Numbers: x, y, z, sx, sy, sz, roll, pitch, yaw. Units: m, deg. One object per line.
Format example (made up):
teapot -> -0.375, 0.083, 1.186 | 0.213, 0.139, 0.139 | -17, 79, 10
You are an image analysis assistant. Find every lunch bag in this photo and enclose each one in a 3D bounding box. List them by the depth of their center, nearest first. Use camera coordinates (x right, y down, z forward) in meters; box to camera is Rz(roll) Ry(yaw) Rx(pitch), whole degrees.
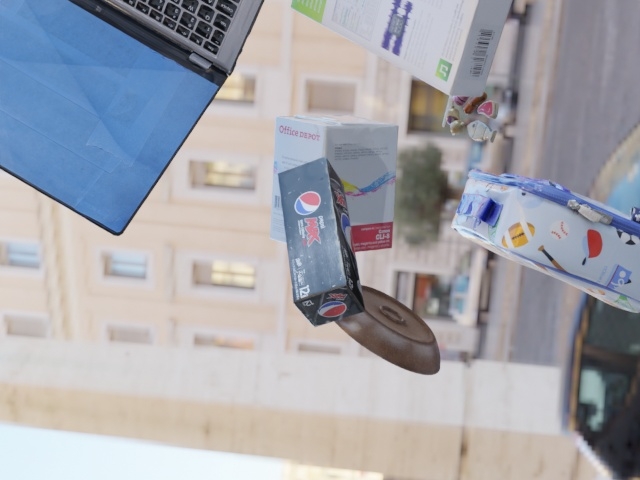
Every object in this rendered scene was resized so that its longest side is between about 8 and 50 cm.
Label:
lunch bag -> 0.290, -0.010, 1.727 | 0.303, 0.243, 0.114 | -154, 86, -79

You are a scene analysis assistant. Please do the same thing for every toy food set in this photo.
toy food set -> 0.209, -0.183, 1.991 | 0.122, 0.019, 0.077 | 18, 95, 56

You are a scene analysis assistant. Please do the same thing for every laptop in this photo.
laptop -> -0.293, -0.298, 1.720 | 0.408, 0.382, 0.236 | -61, -3, 36

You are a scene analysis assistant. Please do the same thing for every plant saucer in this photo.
plant saucer -> 0.094, 0.117, 2.003 | 0.036, 0.199, 0.198 | -58, 4, 17

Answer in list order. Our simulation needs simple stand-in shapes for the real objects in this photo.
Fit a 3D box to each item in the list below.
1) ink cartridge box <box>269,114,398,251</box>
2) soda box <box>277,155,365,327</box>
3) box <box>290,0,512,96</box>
ink cartridge box -> 0.018, -0.081, 1.934 | 0.128, 0.127, 0.176 | 18, 109, 53
soda box -> 0.000, 0.000, 1.422 | 0.053, 0.060, 0.168 | 55, -159, -50
box -> 0.100, -0.328, 1.632 | 0.322, 0.059, 0.232 | 36, 118, 43
